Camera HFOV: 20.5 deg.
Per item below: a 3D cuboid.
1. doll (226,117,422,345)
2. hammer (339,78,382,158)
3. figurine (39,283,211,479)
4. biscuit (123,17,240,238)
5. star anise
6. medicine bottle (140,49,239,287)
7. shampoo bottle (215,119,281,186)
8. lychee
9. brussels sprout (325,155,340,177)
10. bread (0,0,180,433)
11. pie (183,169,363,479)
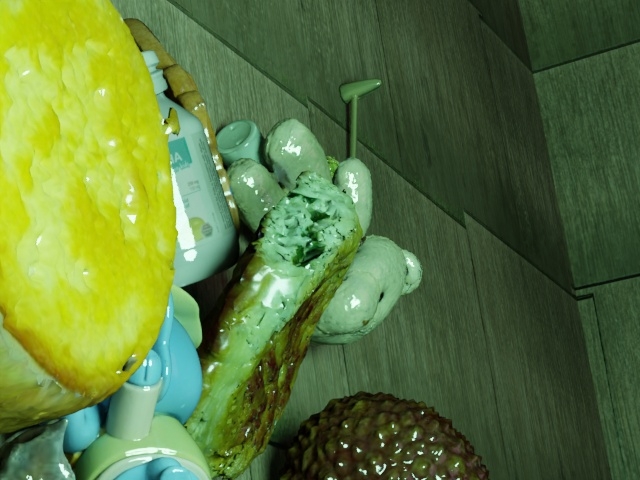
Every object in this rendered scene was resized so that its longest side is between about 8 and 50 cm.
[{"bbox_3d":[-0.003,0.003,2.000,0.278,0.175,0.149,56,9,-27],"label":"doll"},{"bbox_3d":[0.055,-0.138,2.422,0.028,0.060,0.195,49,36,-51],"label":"hammer"},{"bbox_3d":[-0.155,0.132,1.453,0.262,0.154,0.180,-115,-168,-46],"label":"figurine"},{"bbox_3d":[-0.141,-0.110,1.781,0.183,0.043,0.280,110,-39,-58],"label":"biscuit"},{"bbox_3d":[-0.212,0.252,1.289,0.223,0.109,0.236,157,-75,-71],"label":"star anise"},{"bbox_3d":[-0.166,-0.063,1.651,0.135,0.135,0.215,-34,108,-69],"label":"medicine bottle"},{"bbox_3d":[-0.057,-0.055,2.051,0.056,0.056,0.195,-84,151,-45],"label":"shampoo bottle"},{"bbox_3d":[0.059,0.305,1.860,0.271,0.271,0.271,-15,90,-70],"label":"lychee"},{"bbox_3d":[-0.016,-0.076,2.182,0.085,0.058,0.085,-13,109,-43],"label":"brussels sprout"},{"bbox_3d":[-0.266,-0.030,1.254,0.398,0.215,0.398,-10,90,-68],"label":"bread"},{"bbox_3d":[-0.059,0.090,1.697,0.288,0.103,0.354,-67,174,27],"label":"pie"}]
